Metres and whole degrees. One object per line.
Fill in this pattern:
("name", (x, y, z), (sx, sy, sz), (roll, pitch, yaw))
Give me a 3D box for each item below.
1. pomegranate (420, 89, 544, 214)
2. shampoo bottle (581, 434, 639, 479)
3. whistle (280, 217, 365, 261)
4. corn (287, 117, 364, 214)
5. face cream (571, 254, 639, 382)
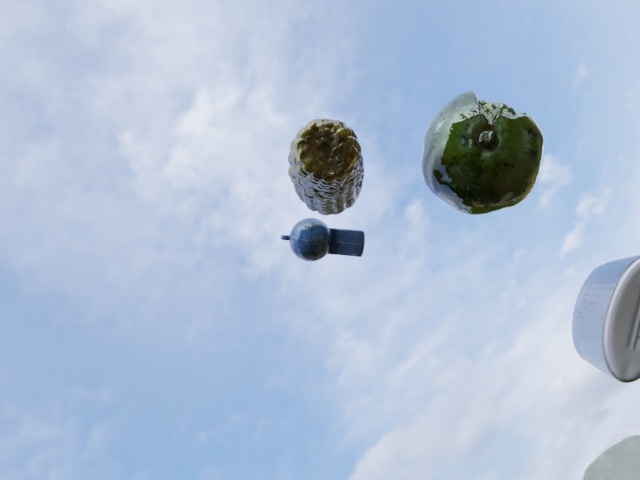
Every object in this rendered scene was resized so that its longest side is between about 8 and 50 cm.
("pomegranate", (0.304, -0.165, 1.495), (0.236, 0.235, 0.302), (-62, 0, 5))
("shampoo bottle", (0.268, 0.218, 0.664), (0.077, 0.045, 0.152), (-37, -39, 1))
("whistle", (0.000, 0.000, 1.456), (0.090, 0.157, 0.090), (5, -90, -76))
("corn", (0.011, -0.110, 1.180), (0.120, 0.120, 0.363), (-54, -4, -5))
("face cream", (0.356, 0.089, 0.934), (0.285, 0.067, 0.139), (17, -91, -79))
